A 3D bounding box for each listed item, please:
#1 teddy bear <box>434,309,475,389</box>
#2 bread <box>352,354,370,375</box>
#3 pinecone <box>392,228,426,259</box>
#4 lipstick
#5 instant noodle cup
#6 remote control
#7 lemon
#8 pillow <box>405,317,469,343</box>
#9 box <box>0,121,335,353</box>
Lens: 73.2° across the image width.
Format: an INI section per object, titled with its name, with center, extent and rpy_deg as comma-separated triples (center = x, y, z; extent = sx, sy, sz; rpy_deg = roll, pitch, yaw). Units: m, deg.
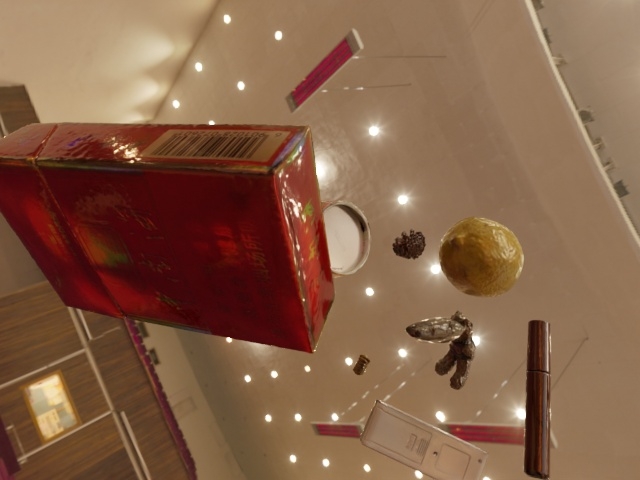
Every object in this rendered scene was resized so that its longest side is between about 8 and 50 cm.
[teddy bear]
center = 0.483, 0.374, 1.503
extent = 0.182, 0.129, 0.252
rpy_deg = 27, -66, 59
[bread]
center = 0.163, 0.498, 1.715
extent = 0.049, 0.033, 0.088
rpy_deg = 30, -87, 2
[pinecone]
center = 0.280, 0.019, 1.376
extent = 0.109, 0.102, 0.102
rpy_deg = -37, -101, 48
[lipstick]
center = 0.516, 0.366, 1.022
extent = 0.057, 0.357, 0.057
rpy_deg = 12, -27, 7
[instant noodle cup]
center = 0.000, 0.000, 0.979
extent = 0.174, 0.213, 0.214
rpy_deg = -5, -78, 51
[remote control]
center = 0.238, 0.478, 1.002
extent = 0.277, 0.103, 0.055
rpy_deg = 25, -10, 2
[lemon]
center = 0.498, 0.054, 1.346
extent = 0.267, 0.267, 0.268
rpy_deg = 21, -60, 40
[pillow]
center = 0.249, 0.185, 0.887
extent = 0.093, 0.241, 0.051
rpy_deg = -18, -111, 24
[box]
center = -0.152, -0.007, 0.422
extent = 0.312, 0.089, 0.198
rpy_deg = 6, -49, 19
